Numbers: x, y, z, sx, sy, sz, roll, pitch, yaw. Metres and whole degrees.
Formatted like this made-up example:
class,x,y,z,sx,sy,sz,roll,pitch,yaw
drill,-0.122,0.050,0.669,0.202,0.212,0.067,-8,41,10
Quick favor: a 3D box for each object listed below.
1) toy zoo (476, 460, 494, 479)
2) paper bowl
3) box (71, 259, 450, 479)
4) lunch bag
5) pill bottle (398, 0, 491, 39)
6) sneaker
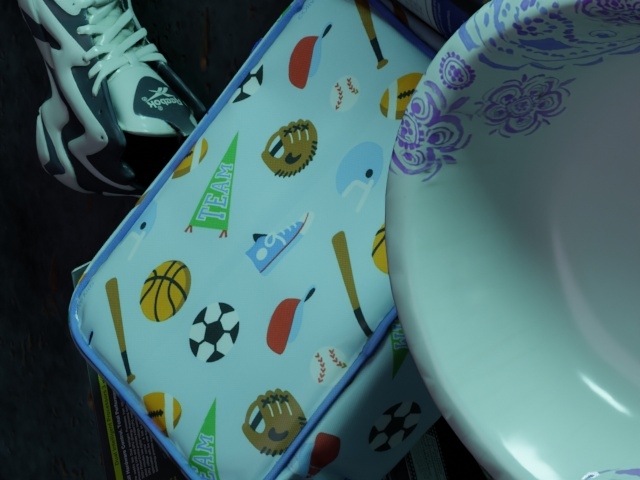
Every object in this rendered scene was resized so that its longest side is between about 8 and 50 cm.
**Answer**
class,x,y,z,sx,sy,sz,roll,pitch,yaw
toy zoo,0.197,0.129,1.016,0.192,0.030,0.293,50,133,25
paper bowl,0.181,0.001,0.804,0.284,0.148,0.284,14,113,37
box,-0.044,0.098,1.121,0.216,0.060,0.270,-28,58,22
lunch bag,0.000,0.000,1.026,0.303,0.115,0.243,-50,50,6
pill bottle,0.078,-0.186,0.982,0.219,0.123,0.123,43,129,31
sneaker,-0.143,-0.132,1.260,0.153,0.094,0.235,24,118,39
